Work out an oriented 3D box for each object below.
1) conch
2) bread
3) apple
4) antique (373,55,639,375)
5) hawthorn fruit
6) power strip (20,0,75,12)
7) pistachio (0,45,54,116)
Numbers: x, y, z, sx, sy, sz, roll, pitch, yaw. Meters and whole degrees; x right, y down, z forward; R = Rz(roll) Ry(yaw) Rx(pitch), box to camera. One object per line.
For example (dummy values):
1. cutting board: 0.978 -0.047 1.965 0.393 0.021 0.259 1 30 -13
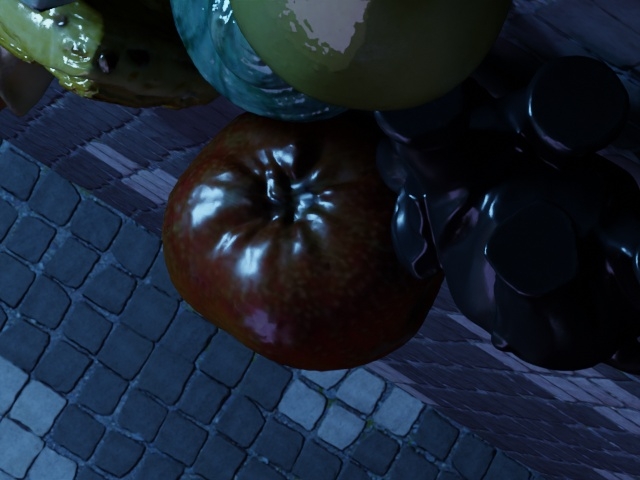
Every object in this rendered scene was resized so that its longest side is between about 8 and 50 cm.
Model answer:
1. conch: -0.039 -0.173 1.508 0.196 0.134 0.202 31 171 -9
2. bread: -0.214 -0.198 1.784 0.235 0.099 0.210 38 -160 30
3. apple: 0.032 -0.174 1.161 0.200 0.200 0.200 30 170 6
4. antique: 0.154 -0.028 1.479 0.322 0.185 0.255 54 175 9
5. hawthorn fruit: 0.000 0.000 1.935 0.275 0.275 0.299 24 -178 34
6. power strip: -0.218 -0.245 1.683 0.081 0.035 0.192 33 -151 18
7. pistachio: -0.394 -0.232 2.101 0.230 0.230 0.309 33 173 -14
